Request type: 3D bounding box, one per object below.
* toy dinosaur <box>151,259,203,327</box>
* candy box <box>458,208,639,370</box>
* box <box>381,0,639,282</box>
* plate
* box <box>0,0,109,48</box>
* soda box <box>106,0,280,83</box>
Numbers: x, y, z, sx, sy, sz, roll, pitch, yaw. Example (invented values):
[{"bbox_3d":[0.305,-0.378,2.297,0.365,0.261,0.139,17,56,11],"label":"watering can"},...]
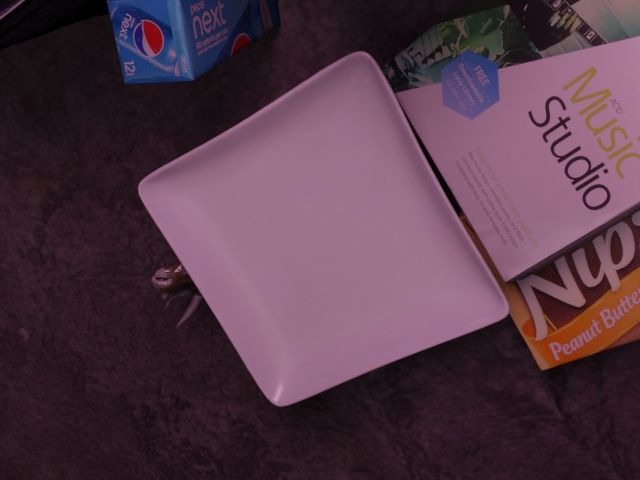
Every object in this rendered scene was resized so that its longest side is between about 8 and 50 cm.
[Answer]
[{"bbox_3d":[-0.029,0.008,0.897,0.313,0.121,0.160,3,129,13],"label":"toy dinosaur"},{"bbox_3d":[0.310,-0.018,0.754,0.316,0.087,0.183,-25,104,29],"label":"candy box"},{"bbox_3d":[0.233,-0.143,0.675,0.322,0.058,0.232,-36,75,26],"label":"box"},{"bbox_3d":[0.000,0.000,0.791,0.278,0.045,0.277,-27,101,24],"label":"plate"},{"bbox_3d":[-0.275,-0.335,0.687,0.182,0.294,0.296,-24,106,26],"label":"box"},{"bbox_3d":[-0.105,-0.205,0.739,0.067,0.210,0.071,2,117,19],"label":"soda box"}]
